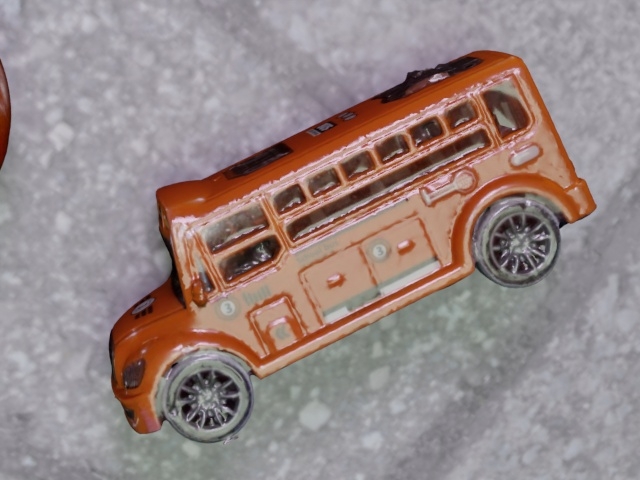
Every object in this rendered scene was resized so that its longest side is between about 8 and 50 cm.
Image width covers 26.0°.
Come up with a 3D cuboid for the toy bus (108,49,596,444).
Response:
[{"bbox_3d":[0.000,0.000,0.912,0.329,0.143,0.153,-26,103,-4],"label":"toy bus"}]

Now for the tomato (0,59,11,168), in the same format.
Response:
[{"bbox_3d":[-0.277,-0.081,0.807,0.195,0.136,0.195,-5,113,-13],"label":"tomato"}]
